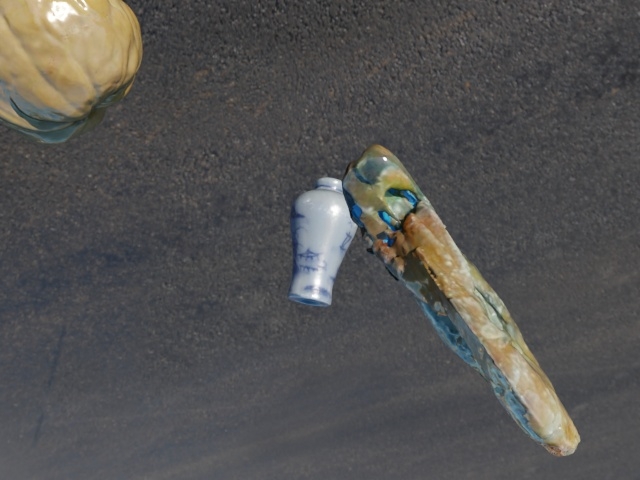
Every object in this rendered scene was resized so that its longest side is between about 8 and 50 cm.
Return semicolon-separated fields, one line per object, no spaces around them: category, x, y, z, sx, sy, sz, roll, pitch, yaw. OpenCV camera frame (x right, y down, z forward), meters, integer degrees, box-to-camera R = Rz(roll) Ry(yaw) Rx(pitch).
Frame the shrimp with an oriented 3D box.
shrimp;0.166;0.075;0.714;0.110;0.445;0.221;-38;168;10

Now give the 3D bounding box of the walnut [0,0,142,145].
walnut;-0.422;-0.307;0.877;0.285;0.285;0.296;23;157;-30

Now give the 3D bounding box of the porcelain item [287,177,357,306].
porcelain item;0.000;0.000;1.148;0.142;0.258;0.141;9;163;3
